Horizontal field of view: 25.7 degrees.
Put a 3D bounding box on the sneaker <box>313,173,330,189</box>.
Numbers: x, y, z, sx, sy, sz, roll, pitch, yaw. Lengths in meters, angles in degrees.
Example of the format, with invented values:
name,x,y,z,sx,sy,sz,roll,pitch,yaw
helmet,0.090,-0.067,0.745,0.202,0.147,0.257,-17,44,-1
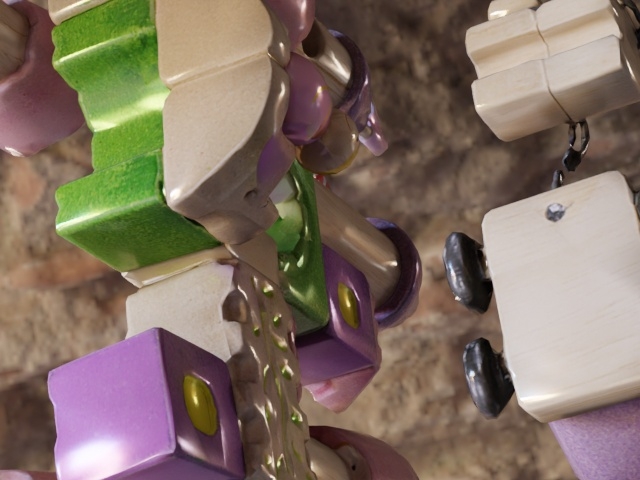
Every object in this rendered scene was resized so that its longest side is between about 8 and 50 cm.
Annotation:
name,x,y,z,sx,sy,sz,roll,pitch,yaw
sneaker,-0.043,-0.007,0.733,0.118,0.067,0.042,-35,37,-28

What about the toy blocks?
name,x,y,z,sx,sy,sz,roll,pitch,yaw
toy blocks,0.000,0.000,0.548,0.309,0.289,0.260,-18,-29,22
